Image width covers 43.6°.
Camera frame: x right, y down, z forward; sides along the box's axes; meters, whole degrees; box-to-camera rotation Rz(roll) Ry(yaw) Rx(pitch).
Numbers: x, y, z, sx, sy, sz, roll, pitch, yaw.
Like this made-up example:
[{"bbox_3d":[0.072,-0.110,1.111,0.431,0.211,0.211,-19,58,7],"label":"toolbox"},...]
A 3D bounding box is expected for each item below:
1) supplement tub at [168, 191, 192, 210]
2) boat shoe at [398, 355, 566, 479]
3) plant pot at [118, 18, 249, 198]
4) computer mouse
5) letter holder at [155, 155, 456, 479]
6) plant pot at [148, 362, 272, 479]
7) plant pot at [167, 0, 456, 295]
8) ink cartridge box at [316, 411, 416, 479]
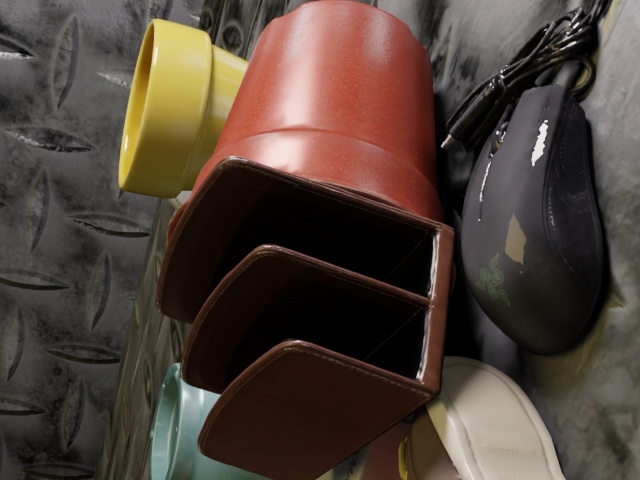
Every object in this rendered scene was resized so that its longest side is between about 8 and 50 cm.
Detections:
[{"bbox_3d":[-0.222,-0.139,1.546,0.272,0.191,0.191,-149,71,-69],"label":"supplement tub"},{"bbox_3d":[0.123,0.215,0.536,0.324,0.116,0.097,-104,30,-57],"label":"boat shoe"},{"bbox_3d":[-0.158,-0.175,1.191,0.254,0.239,0.254,-169,90,-70],"label":"plant pot"},{"bbox_3d":[0.152,-0.042,0.646,0.188,0.072,0.272,133,143,-55],"label":"computer mouse"},{"bbox_3d":[-0.049,0.087,0.712,0.302,0.214,0.152,126,160,-54],"label":"letter holder"},{"bbox_3d":[-0.108,0.255,1.023,0.293,0.196,0.293,-170,90,-70],"label":"plant pot"},{"bbox_3d":[0.008,-0.083,0.818,0.272,0.272,0.265,130,155,-54],"label":"plant pot"},{"bbox_3d":[0.043,0.297,0.793,0.239,0.060,0.275,-135,58,-68],"label":"ink cartridge box"}]
